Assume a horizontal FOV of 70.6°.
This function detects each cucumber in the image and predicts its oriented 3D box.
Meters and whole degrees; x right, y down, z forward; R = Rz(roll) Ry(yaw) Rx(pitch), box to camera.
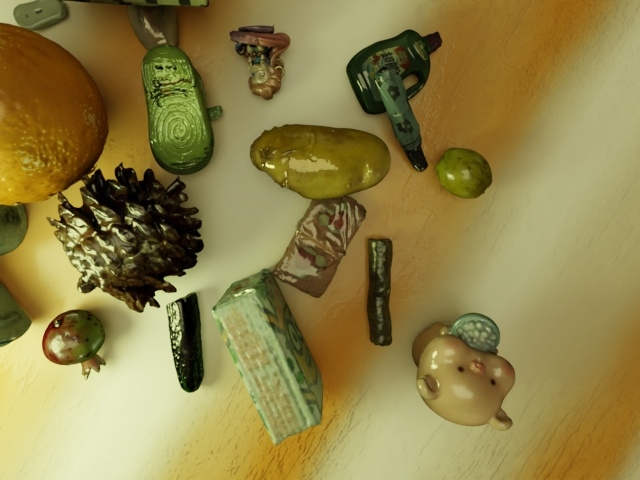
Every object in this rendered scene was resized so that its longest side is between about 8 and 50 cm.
[{"bbox_3d":[-0.312,0.243,1.053,0.074,0.074,0.242,-4,98,-2],"label":"cucumber"}]

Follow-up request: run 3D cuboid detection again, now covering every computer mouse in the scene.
[{"bbox_3d":[-0.596,-0.487,0.972,0.110,0.032,0.056,-26,98,-9],"label":"computer mouse"}]

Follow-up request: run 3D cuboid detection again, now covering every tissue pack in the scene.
[{"bbox_3d":[-0.106,0.234,0.982,0.127,0.228,0.311,-25,96,1],"label":"tissue pack"}]

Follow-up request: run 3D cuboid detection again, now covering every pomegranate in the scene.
[{"bbox_3d":[-0.555,0.234,1.023,0.129,0.129,0.159,11,123,-4],"label":"pomegranate"}]

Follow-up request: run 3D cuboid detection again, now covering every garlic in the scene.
[{"bbox_3d":[-0.355,-0.482,0.959,0.101,0.087,0.196,0,94,-15],"label":"garlic"}]

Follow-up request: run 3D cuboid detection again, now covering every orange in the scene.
[{"bbox_3d":[-0.588,-0.243,0.842,0.340,0.293,0.341,2,54,-2],"label":"orange"}]

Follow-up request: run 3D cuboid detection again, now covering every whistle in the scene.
[{"bbox_3d":[-0.755,0.030,0.958,0.188,0.168,0.405,-3,97,-3],"label":"whistle"}]

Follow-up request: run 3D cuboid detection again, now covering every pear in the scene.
[{"bbox_3d":[0.323,-0.149,1.016,0.131,0.107,0.107,40,94,-3],"label":"pear"}]

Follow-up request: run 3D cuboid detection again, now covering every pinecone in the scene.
[{"bbox_3d":[-0.387,-0.017,0.930,0.295,0.242,0.298,-39,118,0],"label":"pinecone"}]

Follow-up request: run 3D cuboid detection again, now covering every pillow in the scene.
[{"bbox_3d":[0.000,0.000,1.049,0.135,0.049,0.249,28,91,-6],"label":"pillow"}]

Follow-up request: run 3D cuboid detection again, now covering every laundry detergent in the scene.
[{"bbox_3d":[0.177,-0.380,0.998,0.221,0.078,0.144,-28,106,-2],"label":"laundry detergent"}]

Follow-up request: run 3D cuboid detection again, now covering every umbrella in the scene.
[{"bbox_3d":[0.182,-0.261,0.988,0.053,0.052,0.251,-51,126,-28],"label":"umbrella"}]

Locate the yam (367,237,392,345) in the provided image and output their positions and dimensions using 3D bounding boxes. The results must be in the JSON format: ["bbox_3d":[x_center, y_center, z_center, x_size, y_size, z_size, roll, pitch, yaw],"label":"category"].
[{"bbox_3d":[0.139,0.121,1.065,0.060,0.061,0.253,-2,98,-2],"label":"yam"}]

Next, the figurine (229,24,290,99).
[{"bbox_3d":[-0.119,-0.390,0.976,0.126,0.114,0.157,0,130,28],"label":"figurine"}]

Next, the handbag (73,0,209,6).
[{"bbox_3d":[-0.372,-0.611,0.858,0.324,0.163,0.327,0,67,-6],"label":"handbag"}]

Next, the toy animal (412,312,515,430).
[{"bbox_3d":[0.299,0.287,1.013,0.209,0.221,0.230,19,69,-3],"label":"toy animal"}]

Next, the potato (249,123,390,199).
[{"bbox_3d":[-0.001,-0.172,0.970,0.300,0.140,0.173,2,59,-9],"label":"potato"}]

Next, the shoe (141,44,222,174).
[{"bbox_3d":[-0.292,-0.276,0.963,0.139,0.128,0.263,-6,112,6],"label":"shoe"}]
